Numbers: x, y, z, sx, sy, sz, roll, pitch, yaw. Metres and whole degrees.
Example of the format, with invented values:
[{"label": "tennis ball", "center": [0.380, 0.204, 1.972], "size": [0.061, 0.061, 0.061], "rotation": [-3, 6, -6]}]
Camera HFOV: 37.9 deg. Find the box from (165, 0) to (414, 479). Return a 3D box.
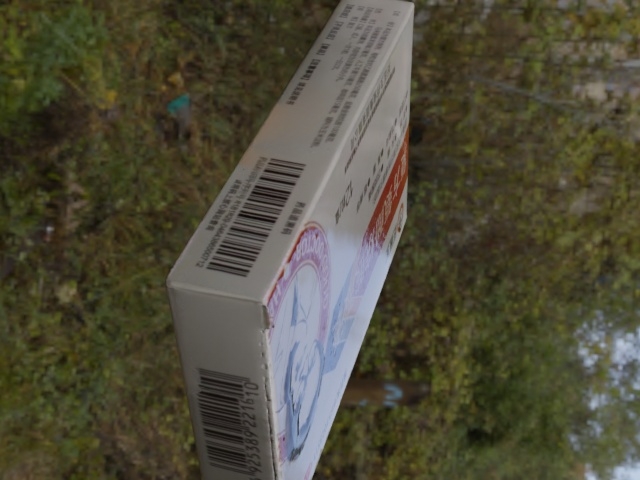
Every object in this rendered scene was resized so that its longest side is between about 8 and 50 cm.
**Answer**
[{"label": "box", "center": [0.000, 0.000, 0.660], "size": [0.353, 0.069, 0.214], "rotation": [-63, 158, -46]}]
